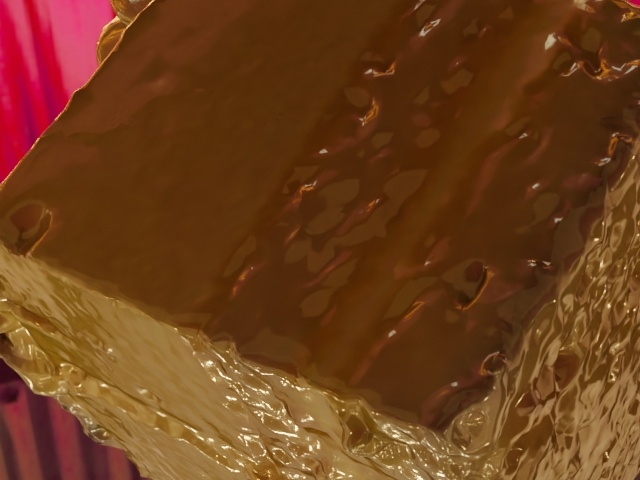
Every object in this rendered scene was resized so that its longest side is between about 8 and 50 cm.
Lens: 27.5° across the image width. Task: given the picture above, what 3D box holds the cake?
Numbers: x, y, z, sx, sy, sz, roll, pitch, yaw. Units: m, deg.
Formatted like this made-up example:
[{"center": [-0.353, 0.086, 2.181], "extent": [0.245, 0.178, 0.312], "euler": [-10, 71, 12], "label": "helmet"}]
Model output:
[{"center": [0.000, 0.000, 0.549], "extent": [0.286, 0.222, 0.227], "euler": [20, -119, 27], "label": "cake"}]

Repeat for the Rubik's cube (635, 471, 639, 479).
[{"center": [0.102, 0.147, 0.838], "extent": [0.368, 0.358, 0.387], "euler": [-2, 179, 9], "label": "Rubik's cube"}]
